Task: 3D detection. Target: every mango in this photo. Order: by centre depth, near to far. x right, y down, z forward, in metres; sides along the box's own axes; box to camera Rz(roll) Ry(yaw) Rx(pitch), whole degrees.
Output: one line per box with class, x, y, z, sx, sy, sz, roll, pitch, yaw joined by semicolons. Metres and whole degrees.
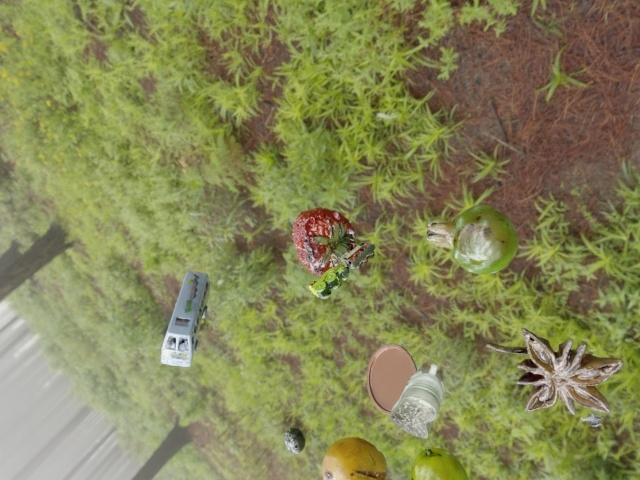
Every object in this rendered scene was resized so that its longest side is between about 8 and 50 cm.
mango;0.316;0.667;1.241;0.143;0.175;0.293;-26;70;22
mango;0.117;0.666;1.451;0.120;0.177;0.295;-16;149;37

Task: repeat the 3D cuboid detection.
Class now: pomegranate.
pomegranate;0.428;-0.014;1.384;0.241;0.190;0.159;40;-167;4

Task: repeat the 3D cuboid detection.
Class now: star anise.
star anise;0.680;0.376;1.454;0.349;0.109;0.292;-12;96;27

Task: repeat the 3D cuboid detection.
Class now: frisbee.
frisbee;0.258;0.500;1.812;0.021;0.251;0.251;12;168;-36

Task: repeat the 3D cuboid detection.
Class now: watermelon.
watermelon;-0.096;0.743;1.867;0.078;0.078;0.110;11;127;41

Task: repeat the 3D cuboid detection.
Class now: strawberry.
strawberry;0.004;0.000;1.901;0.261;0.261;0.258;55;157;-23

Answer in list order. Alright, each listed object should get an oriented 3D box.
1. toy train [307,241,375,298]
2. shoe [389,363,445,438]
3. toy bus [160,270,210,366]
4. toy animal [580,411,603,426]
toy train;0.074;0.089;1.599;0.085;0.250;0.053;27;152;54
shoe;0.285;0.441;1.414;0.124;0.159;0.316;23;150;13
toy bus;-0.436;0.248;1.649;0.109;0.329;0.136;11;126;-8
toy animal;0.721;0.473;1.335;0.050;0.028;0.084;16;-175;27
